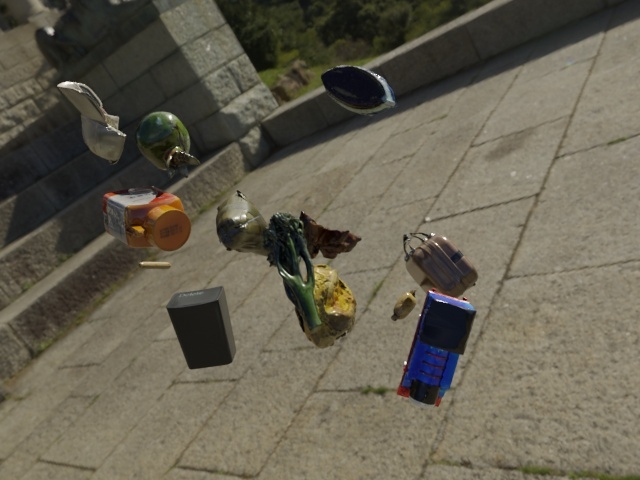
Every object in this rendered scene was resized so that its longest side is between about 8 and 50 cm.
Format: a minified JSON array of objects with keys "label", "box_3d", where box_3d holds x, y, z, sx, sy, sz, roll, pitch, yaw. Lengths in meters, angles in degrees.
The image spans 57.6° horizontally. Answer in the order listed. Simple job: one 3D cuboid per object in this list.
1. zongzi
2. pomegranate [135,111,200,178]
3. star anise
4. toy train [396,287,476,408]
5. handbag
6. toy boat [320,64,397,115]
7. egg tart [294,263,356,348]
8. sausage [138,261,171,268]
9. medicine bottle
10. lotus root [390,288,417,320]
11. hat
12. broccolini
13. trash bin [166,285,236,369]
[{"label":"zongzi","box_3d":[-0.178,0.006,1.518,0.112,0.242,0.221,-33,20,11]},{"label":"pomegranate","box_3d":[-0.394,-0.244,1.512,0.131,0.152,0.191,-40,48,-3]},{"label":"star anise","box_3d":[-0.002,-0.005,1.601,0.196,0.212,0.111,22,92,50]},{"label":"toy train","box_3d":[0.199,0.193,1.016,0.131,0.082,0.204,-37,-38,-84]},{"label":"handbag","box_3d":[0.387,0.079,1.995,0.149,0.283,0.302,-42,-8,-3]},{"label":"toy boat","box_3d":[0.107,-0.400,1.562,0.262,0.114,0.115,30,14,28]},{"label":"egg tart","box_3d":[0.040,0.207,1.877,0.132,0.297,0.297,-12,26,31]},{"label":"sausage","box_3d":[-0.523,0.079,1.834,0.024,0.024,0.132,-23,-13,25]},{"label":"medicine bottle","box_3d":[-0.415,-0.052,1.414,0.149,0.112,0.222,-17,27,-41]},{"label":"lotus root","box_3d":[0.311,0.235,2.127,0.063,0.072,0.152,23,66,36]},{"label":"hat","box_3d":[-0.658,-0.335,1.653,0.164,0.226,0.219,-58,30,7]},{"label":"broccolini","box_3d":[-0.043,0.040,0.849,0.091,0.068,0.203,-44,41,23]},{"label":"trash bin","box_3d":[-0.364,0.275,1.826,0.165,0.226,0.115,-9,20,5]}]
